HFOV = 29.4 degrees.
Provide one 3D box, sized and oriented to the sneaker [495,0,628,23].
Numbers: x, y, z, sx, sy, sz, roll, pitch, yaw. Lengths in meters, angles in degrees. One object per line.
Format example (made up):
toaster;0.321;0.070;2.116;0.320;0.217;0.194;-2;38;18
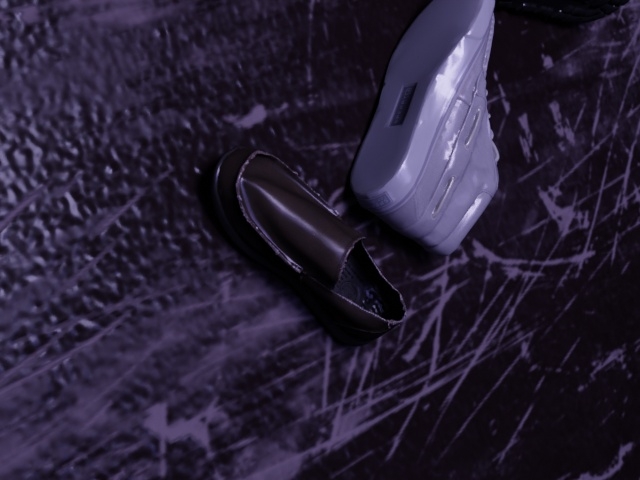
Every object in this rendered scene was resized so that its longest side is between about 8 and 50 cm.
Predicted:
sneaker;0.199;-0.311;1.249;0.283;0.107;0.124;7;63;-42

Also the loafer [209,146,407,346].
loafer;0.000;0.000;1.022;0.220;0.078;0.080;45;57;-25

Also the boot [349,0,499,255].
boot;0.122;-0.114;1.148;0.123;0.095;0.258;39;68;-35
